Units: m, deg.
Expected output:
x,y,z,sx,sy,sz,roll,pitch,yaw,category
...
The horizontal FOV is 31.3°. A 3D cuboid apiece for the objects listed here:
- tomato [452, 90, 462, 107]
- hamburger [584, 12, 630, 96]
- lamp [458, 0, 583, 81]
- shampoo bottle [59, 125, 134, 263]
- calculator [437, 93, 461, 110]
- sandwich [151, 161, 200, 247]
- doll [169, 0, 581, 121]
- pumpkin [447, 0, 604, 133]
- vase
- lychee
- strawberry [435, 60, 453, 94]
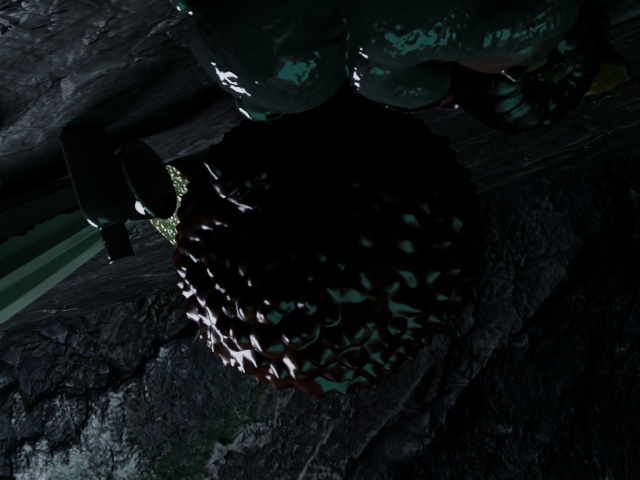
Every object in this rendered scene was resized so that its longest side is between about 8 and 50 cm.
x,y,z,sx,sy,sz,roll,pitch,yaw,category
0.256,-0.223,1.498,0.174,0.082,0.166,-47,169,-1,tomato
0.354,-0.261,1.647,0.177,0.113,0.185,-10,162,-22,hamburger
0.148,-0.247,1.102,0.215,0.151,0.223,-27,127,21,lamp
-0.259,-0.054,1.356,0.040,0.165,0.080,-22,172,23,shampoo bottle
0.176,-0.226,1.726,0.191,0.034,0.127,-8,170,-31,calculator
-0.201,-0.100,1.797,0.117,0.144,0.187,-22,-152,28,sandwich
0.049,-0.212,0.968,0.341,0.158,0.245,-20,140,-2,doll
0.243,-0.219,1.355,0.194,0.150,0.194,-14,148,-9,pumpkin
-0.371,-0.010,1.536,0.360,0.165,0.165,-26,171,20,vase
0.000,0.000,1.522,0.425,0.424,0.500,-23,152,30,lychee
0.150,-0.225,1.528,0.147,0.082,0.187,-15,-179,37,strawberry
